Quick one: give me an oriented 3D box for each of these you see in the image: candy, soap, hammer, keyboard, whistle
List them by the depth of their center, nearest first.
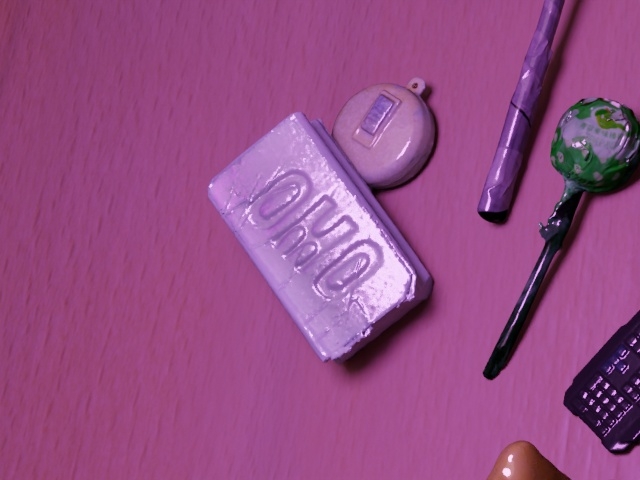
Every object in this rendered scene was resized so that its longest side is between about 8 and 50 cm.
[{"bbox_3d":[0.355,0.094,1.702,0.262,0.016,0.106,-49,50,8],"label":"keyboard"},{"bbox_3d":[0.243,0.000,1.797,0.097,0.097,0.323,28,94,40],"label":"candy"},{"bbox_3d":[0.241,-0.227,1.863,0.044,0.152,0.427,16,86,30],"label":"hammer"},{"bbox_3d":[0.000,0.000,1.901,0.150,0.094,0.261,-40,72,15],"label":"soap"},{"bbox_3d":[0.044,-0.082,1.974,0.126,0.067,0.258,36,95,37],"label":"whistle"}]

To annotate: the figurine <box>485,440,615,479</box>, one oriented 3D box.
[{"bbox_3d":[0.253,0.415,1.479,0.378,0.266,0.361,32,96,40],"label":"figurine"}]
